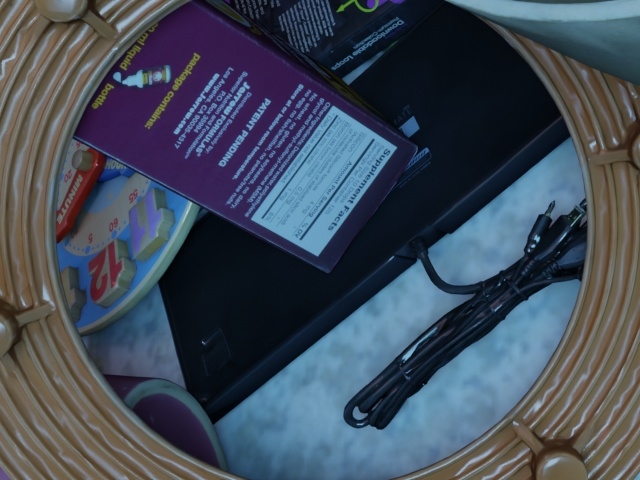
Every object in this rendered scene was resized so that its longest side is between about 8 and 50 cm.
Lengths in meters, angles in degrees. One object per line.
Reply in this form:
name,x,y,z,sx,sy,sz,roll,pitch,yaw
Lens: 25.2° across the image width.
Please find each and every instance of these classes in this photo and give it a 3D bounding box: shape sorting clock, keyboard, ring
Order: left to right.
shape sorting clock,-0.126,-0.043,0.844,0.206,0.040,0.206,-20,62,43
ring,0.000,0.000,0.578,0.336,0.336,0.032,-55,4,9
keyboard,0.047,-0.009,0.706,0.317,0.033,0.201,-41,45,22

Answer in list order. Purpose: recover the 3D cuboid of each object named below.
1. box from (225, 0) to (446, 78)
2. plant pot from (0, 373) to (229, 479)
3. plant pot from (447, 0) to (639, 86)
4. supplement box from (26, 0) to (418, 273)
box,0.001,-0.144,0.800,0.162,0.029,0.116,-32,55,28
plant pot,-0.150,0.144,0.711,0.180,0.201,0.201,-10,66,22
plant pot,0.178,-0.137,0.477,0.256,0.274,0.256,-16,63,34
supplement box,-0.058,-0.071,0.677,0.081,0.188,0.104,-54,41,9
